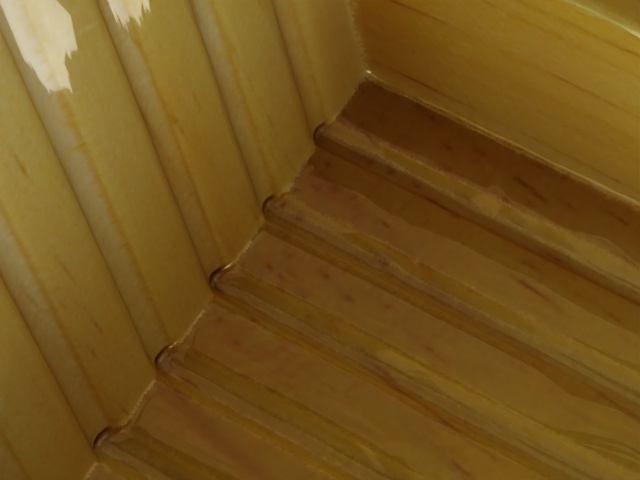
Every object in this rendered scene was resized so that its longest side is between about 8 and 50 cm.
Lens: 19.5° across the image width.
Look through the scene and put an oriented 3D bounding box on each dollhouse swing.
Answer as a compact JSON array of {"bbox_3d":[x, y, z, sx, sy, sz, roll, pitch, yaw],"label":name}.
[{"bbox_3d":[0.000,0.000,0.525,0.315,0.305,0.347,27,-120,14],"label":"dollhouse swing"}]
